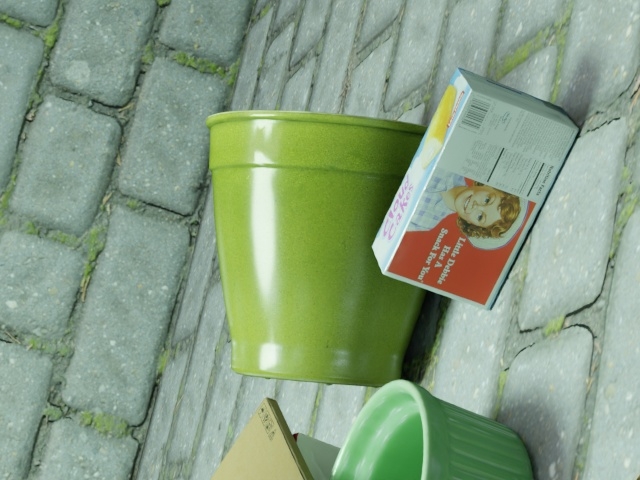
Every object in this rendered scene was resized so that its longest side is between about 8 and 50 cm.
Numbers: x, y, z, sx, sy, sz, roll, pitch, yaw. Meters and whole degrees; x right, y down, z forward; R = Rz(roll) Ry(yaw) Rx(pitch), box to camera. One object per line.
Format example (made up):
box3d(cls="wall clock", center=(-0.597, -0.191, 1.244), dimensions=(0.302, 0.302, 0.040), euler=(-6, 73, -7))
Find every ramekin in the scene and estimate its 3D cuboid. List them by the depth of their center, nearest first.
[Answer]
box3d(cls="ramekin", center=(0.117, 0.323, 1.831), dimensions=(0.303, 0.148, 0.303), euler=(-162, 90, -74))

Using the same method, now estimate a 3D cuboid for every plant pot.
box3d(cls="plant pot", center=(0.006, 0.022, 2.235), dimensions=(0.366, 0.366, 0.353), euler=(174, 102, -72))

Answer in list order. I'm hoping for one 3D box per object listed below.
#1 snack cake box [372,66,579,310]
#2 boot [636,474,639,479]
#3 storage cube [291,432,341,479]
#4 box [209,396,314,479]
box3d(cls="snack cake box", center=(0.190, -0.062, 2.004), dimensions=(0.089, 0.152, 0.264), euler=(-109, 41, -64))
box3d(cls="boot", center=(0.256, 0.278, 1.339), dimensions=(0.236, 0.089, 0.269), euler=(-53, -9, 23))
box3d(cls="storage cube", center=(-0.009, 0.384, 2.077), dimensions=(0.193, 0.215, 0.183), euler=(-40, 34, 49))
box3d(cls="box", center=(-0.081, 0.312, 2.014), dimensions=(0.164, 0.021, 0.201), euler=(-56, 28, 14))
